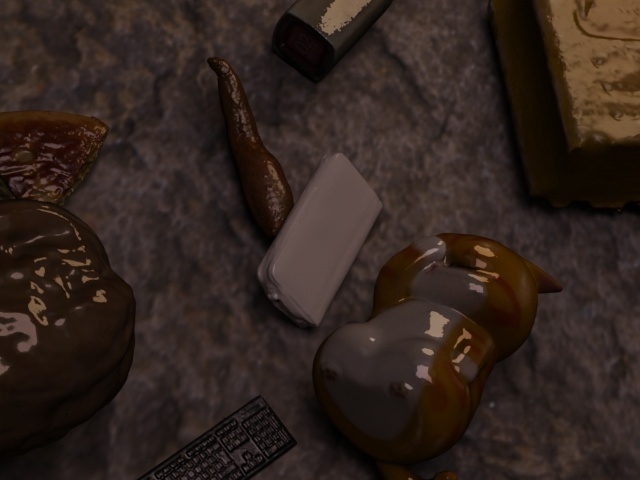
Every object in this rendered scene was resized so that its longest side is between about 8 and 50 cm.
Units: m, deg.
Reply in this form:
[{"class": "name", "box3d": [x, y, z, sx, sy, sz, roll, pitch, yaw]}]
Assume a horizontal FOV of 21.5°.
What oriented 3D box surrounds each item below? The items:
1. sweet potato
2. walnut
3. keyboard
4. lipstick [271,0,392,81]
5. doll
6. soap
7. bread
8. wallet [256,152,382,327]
[{"class": "sweet potato", "box3d": [-0.073, -0.096, 1.761, 0.050, 0.050, 0.214, -12, 68, -23]}, {"class": "walnut", "box3d": [-0.299, 0.075, 1.488, 0.273, 0.227, 0.273, 10, 56, -15]}, {"class": "keyboard", "box3d": [-0.113, 0.220, 1.596, 0.198, 0.010, 0.064, -33, 77, -30]}, {"class": "lipstick", "box3d": [0.049, -0.289, 1.892, 0.077, 0.079, 0.253, 38, 58, 5]}, {"class": "doll", "box3d": [0.111, 0.100, 1.650, 0.166, 0.162, 0.270, 18, 58, 30]}, {"class": "soap", "box3d": [0.341, -0.178, 1.896, 0.259, 0.143, 0.281, 2, 56, -20]}, {"class": "bread", "box3d": [-0.301, -0.082, 1.679, 0.136, 0.054, 0.154, 26, 52, -4]}, {"class": "wallet", "box3d": [0.000, 0.000, 1.723, 0.095, 0.033, 0.190, 49, 53, -25]}]
